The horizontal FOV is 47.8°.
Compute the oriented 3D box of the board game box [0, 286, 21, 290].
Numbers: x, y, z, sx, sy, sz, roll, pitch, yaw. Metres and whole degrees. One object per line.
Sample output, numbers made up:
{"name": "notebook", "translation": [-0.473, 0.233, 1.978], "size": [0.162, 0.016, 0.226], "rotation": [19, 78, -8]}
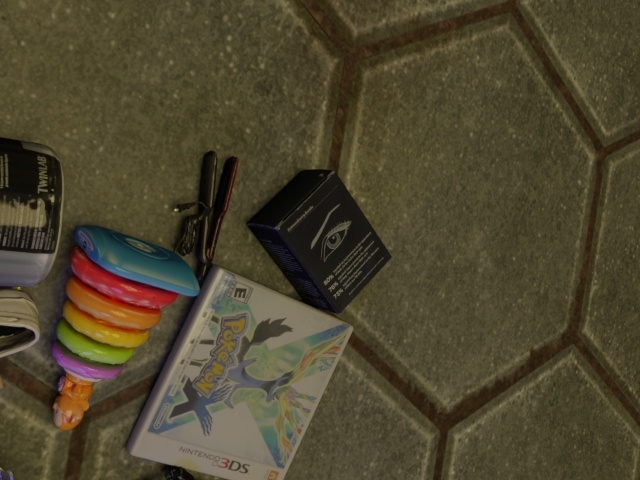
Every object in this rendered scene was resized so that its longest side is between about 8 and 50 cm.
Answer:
{"name": "board game box", "translation": [-0.494, 0.068, 0.985], "size": [0.169, 0.033, 0.133], "rotation": [-22, 107, -29]}

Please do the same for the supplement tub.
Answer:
{"name": "supplement tub", "translation": [-0.494, -0.045, 0.877], "size": [0.316, 0.194, 0.193], "rotation": [7, 91, -33]}

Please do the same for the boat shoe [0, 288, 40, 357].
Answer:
{"name": "boat shoe", "translation": [-0.502, 0.134, 0.933], "size": [0.268, 0.088, 0.096], "rotation": [-7, 121, -29]}

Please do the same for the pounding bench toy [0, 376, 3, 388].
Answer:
{"name": "pounding bench toy", "translation": [-0.474, 0.189, 0.980], "size": [0.065, 0.083, 0.052], "rotation": [-24, 108, -30]}

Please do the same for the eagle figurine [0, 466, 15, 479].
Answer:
{"name": "eagle figurine", "translation": [-0.399, 0.460, 0.988], "size": [0.298, 0.227, 0.225], "rotation": [55, 28, -43]}

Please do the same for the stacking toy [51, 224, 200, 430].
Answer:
{"name": "stacking toy", "translation": [-0.325, 0.141, 1.054], "size": [0.166, 0.175, 0.301], "rotation": [22, 97, -38]}

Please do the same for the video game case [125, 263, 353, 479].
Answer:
{"name": "video game case", "translation": [-0.125, 0.243, 1.227], "size": [0.300, 0.036, 0.328], "rotation": [27, 86, -33]}

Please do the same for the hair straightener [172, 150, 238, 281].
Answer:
{"name": "hair straightener", "translation": [-0.201, -0.035, 1.169], "size": [0.089, 0.047, 0.230], "rotation": [14, 91, -34]}

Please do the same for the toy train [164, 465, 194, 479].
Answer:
{"name": "toy train", "translation": [-0.200, 0.420, 1.204], "size": [0.036, 0.027, 0.158], "rotation": [-34, 126, 6]}

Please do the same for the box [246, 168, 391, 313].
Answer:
{"name": "box", "translation": [0.000, 0.000, 1.260], "size": [0.153, 0.108, 0.207], "rotation": [-45, 116, -22]}
